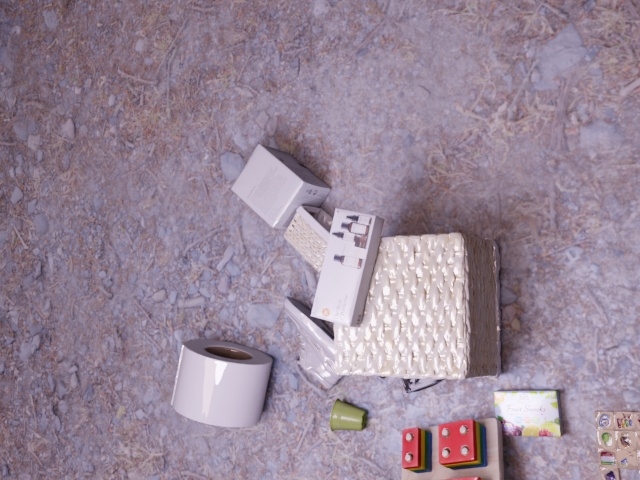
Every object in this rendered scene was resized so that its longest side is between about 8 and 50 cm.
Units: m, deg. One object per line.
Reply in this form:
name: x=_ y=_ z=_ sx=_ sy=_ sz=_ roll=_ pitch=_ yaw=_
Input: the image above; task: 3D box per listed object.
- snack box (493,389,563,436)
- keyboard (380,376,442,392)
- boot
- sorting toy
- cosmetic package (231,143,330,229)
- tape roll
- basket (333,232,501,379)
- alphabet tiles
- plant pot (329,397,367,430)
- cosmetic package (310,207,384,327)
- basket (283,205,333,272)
snack box: x=0.464 y=0.385 z=1.581 sx=0.141 sy=0.037 sz=0.100 roll=-8 pitch=80 yaw=30
keyboard: x=0.184 y=0.224 z=1.764 sx=0.201 sy=0.033 sz=0.317 roll=-24 pitch=73 yaw=20
boot: x=-0.032 y=0.269 z=1.848 sx=0.258 sy=0.095 sz=0.123 roll=42 pitch=100 yaw=25
sorting toy: x=0.273 y=0.531 z=1.575 sx=0.257 sy=0.089 sz=0.256 roll=-20 pitch=51 yaw=36
cosmetic package: x=-0.106 y=-0.138 z=1.894 sx=0.183 sy=0.151 sz=0.151 roll=42 pitch=106 yaw=25
tape roll: x=-0.261 y=0.377 z=1.890 sx=0.246 sy=0.246 sz=0.169 roll=13 pitch=93 yaw=31
basket: x=0.219 y=0.147 z=1.596 sx=0.328 sy=0.266 sz=0.332 roll=-3 pitch=81 yaw=26
alphabet tiles: x=0.697 y=0.455 z=1.456 sx=0.237 sy=0.009 sz=0.198 roll=-6 pitch=83 yaw=30
plant pot: x=0.074 y=0.449 z=1.789 sx=0.079 sy=0.083 sz=0.083 roll=8 pitch=90 yaw=19
cosmetic package: x=0.057 y=0.058 z=1.506 sx=0.098 sy=0.060 sz=0.239 roll=12 pitch=88 yaw=28
basket: x=0.000 y=0.000 z=1.843 sx=0.167 sy=0.113 sz=0.103 roll=44 pitch=109 yaw=26
